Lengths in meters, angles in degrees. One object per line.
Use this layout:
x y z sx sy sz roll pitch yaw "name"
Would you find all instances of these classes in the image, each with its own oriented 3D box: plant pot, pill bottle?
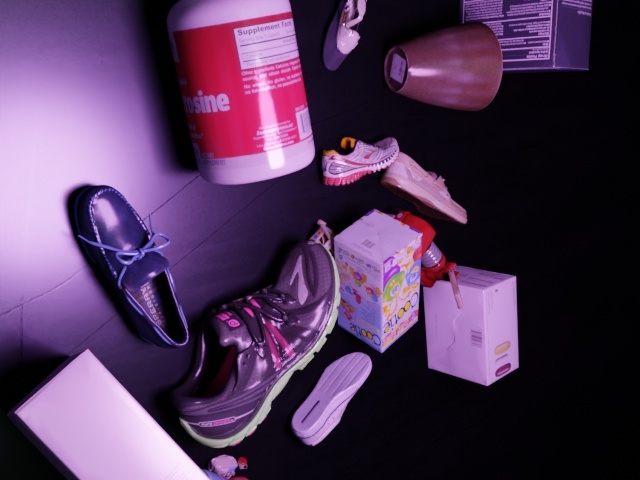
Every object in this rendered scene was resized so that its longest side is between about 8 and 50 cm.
0.277 -0.414 1.749 0.230 0.215 0.216 -8 103 -27 "plant pot"
-0.152 -0.326 1.346 0.229 0.229 0.408 -24 112 -37 "pill bottle"

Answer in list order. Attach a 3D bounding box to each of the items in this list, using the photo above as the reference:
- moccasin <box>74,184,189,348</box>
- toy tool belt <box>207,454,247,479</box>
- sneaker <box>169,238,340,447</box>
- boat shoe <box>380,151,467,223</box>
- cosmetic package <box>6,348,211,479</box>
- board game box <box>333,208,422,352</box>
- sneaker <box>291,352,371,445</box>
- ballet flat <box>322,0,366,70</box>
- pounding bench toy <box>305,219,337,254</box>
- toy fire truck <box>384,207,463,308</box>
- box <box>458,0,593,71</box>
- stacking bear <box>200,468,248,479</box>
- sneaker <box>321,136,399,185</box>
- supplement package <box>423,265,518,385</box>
-0.320 0.048 1.334 0.137 0.116 0.342 -42 123 -29 "moccasin"
-0.204 0.490 1.568 0.083 0.052 0.051 8 123 -39 "toy tool belt"
-0.125 0.188 1.490 0.483 0.185 0.202 -58 133 -20 "sneaker"
0.278 -0.127 1.850 0.302 0.109 0.098 27 80 -36 "boat shoe"
-0.343 0.371 1.236 0.155 0.197 0.366 -44 101 -28 "cosmetic package"
0.133 0.094 1.675 0.142 0.144 0.275 -36 140 -33 "board game box"
0.029 0.375 1.735 0.258 0.094 0.091 -42 141 -23 "sneaker"
0.060 -0.476 1.616 0.074 0.074 0.203 21 83 -42 "ballet flat"
0.000 0.000 1.660 0.065 0.083 0.052 -46 133 14 "pounding bench toy"
0.257 0.050 1.762 0.158 0.246 0.217 -56 128 -20 "toy fire truck"
0.516 -0.576 1.857 0.182 0.296 0.294 -8 103 -41 "box"
-0.287 0.522 1.423 0.289 0.175 0.164 20 110 -30 "stacking bear"
0.096 -0.200 1.684 0.225 0.088 0.093 -27 113 -36 "sneaker"
0.402 0.220 1.950 0.145 0.204 0.262 -18 108 -39 "supplement package"
